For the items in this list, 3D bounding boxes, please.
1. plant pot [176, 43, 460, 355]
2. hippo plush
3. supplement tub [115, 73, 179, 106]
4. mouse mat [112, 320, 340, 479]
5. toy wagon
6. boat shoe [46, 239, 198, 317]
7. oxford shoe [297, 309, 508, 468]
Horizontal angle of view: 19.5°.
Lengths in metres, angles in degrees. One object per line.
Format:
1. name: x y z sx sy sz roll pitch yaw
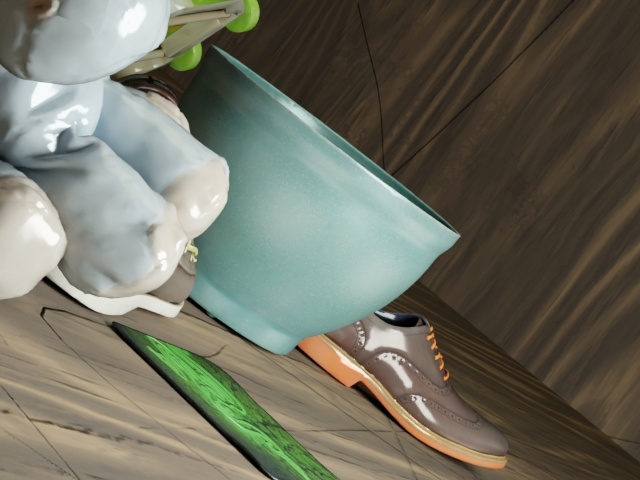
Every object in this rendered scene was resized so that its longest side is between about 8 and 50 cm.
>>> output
1. plant pot: -0.043 -0.018 1.743 0.293 0.196 0.293 37 5 -4
2. hippo plush: -0.166 -0.127 1.198 0.234 0.236 0.294 -9 39 -38
3. supplement tub: -0.220 -0.149 2.280 0.106 0.106 0.198 37 4 -11
4. mouse mat: -0.059 0.128 1.359 0.189 0.007 0.152 39 5 30
5. toy wagon: -0.193 -0.268 2.293 0.267 0.344 0.068 -18 82 -50
6. boat shoe: -0.146 -0.008 1.475 0.116 0.097 0.324 38 5 7
7. oxford shoe: 0.099 0.136 1.896 0.271 0.098 0.097 36 5 -15
